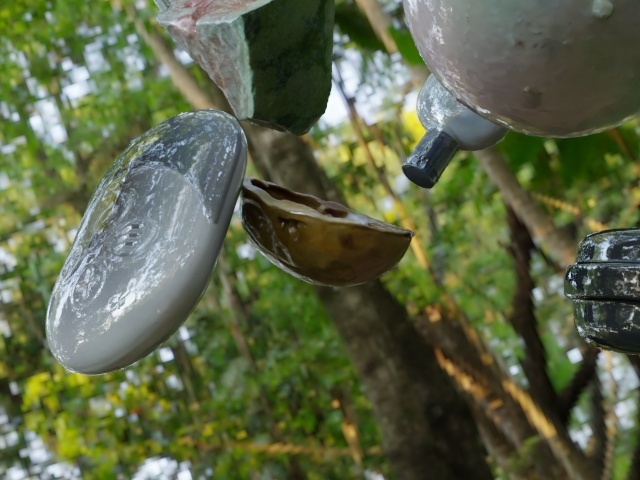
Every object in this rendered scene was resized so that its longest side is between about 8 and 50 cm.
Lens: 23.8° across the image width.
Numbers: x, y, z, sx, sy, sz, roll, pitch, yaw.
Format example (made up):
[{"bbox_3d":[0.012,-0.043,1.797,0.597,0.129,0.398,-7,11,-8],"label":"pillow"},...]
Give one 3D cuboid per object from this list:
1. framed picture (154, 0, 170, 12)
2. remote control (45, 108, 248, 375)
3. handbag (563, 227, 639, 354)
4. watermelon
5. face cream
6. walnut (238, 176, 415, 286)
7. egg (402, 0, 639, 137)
[{"bbox_3d":[-0.145,-0.362,2.045,0.183,0.142,0.011,-29,-38,-10],"label":"framed picture"},{"bbox_3d":[-0.176,-0.004,1.553,0.221,0.332,0.103,-20,-52,36],"label":"remote control"},{"bbox_3d":[0.326,0.048,1.144,0.308,0.093,0.254,7,-5,-40],"label":"handbag"},{"bbox_3d":[-0.058,-0.165,1.124,0.098,0.158,0.121,-21,-29,-43],"label":"watermelon"},{"bbox_3d":[0.212,-0.196,2.117,0.291,0.144,0.071,-56,-21,-22],"label":"face cream"},{"bbox_3d":[-0.002,0.001,1.611,0.167,0.211,0.087,3,-76,-55],"label":"walnut"},{"bbox_3d":[0.241,-0.293,1.698,0.354,0.354,0.340,-37,-16,28],"label":"egg"}]
